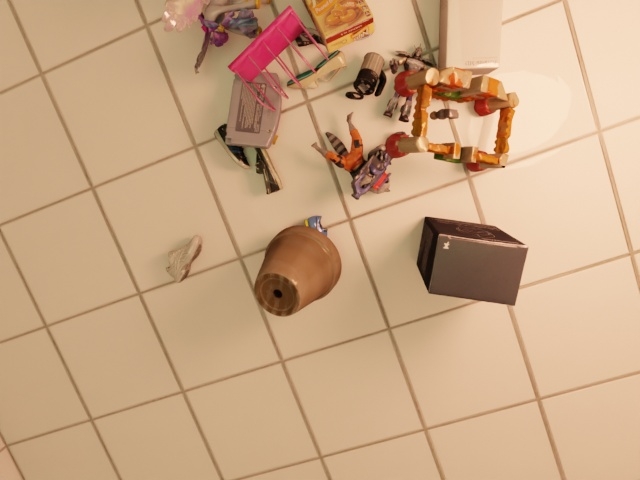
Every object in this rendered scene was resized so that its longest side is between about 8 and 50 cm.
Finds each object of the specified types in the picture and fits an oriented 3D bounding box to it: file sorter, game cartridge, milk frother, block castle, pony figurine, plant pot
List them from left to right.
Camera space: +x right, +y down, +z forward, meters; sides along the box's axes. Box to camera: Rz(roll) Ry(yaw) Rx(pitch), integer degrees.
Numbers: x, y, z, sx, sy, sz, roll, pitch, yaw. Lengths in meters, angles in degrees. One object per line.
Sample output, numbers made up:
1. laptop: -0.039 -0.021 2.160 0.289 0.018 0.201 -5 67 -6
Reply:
1. pony figurine: -0.391 -0.831 1.693 0.362 0.303 0.351 6 70 8
2. game cartridge: -0.253 -0.506 1.791 0.197 0.062 0.298 8 85 1
3. file sorter: -0.136 -0.629 1.644 0.290 0.202 0.182 -39 88 13
4. plant pot: -0.109 0.140 1.783 0.322 0.280 0.324 8 116 17
5. milk frother: 0.165 -0.611 1.747 0.143 0.129 0.135 7 65 32
6. block castle: 0.454 -0.417 1.626 0.452 0.212 0.303 4 96 -27

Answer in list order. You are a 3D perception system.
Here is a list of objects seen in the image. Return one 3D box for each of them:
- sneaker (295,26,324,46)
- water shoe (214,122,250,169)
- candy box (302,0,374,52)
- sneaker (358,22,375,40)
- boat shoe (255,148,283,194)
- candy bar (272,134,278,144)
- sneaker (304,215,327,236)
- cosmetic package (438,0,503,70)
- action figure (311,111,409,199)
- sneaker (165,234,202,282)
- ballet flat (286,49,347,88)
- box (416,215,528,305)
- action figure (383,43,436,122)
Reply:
1. sneaker: -0.053 -0.768 1.753 0.178 0.072 0.077 28 108 12
2. water shoe: -0.340 -0.379 1.853 0.080 0.073 0.203 -39 96 9
3. candy box: 0.045 -0.847 1.641 0.182 0.087 0.317 -24 74 2
4. sneaker: 0.100 -0.795 1.718 0.210 0.081 0.080 3 101 6
5. boat shoe: -0.229 -0.299 1.851 0.079 0.084 0.233 -22 100 6
6. candy bar: -0.250 -0.434 1.860 0.161 0.018 0.040 23 103 0
7. sneaker: 0.000 0.000 1.896 0.082 0.069 0.210 -15 99 5
8. cosmetic package: 0.529 -0.787 1.639 0.196 0.155 0.366 -2 100 4
9. action figure: 0.174 -0.329 1.797 0.341 0.178 0.330 -43 102 -15
10. sneaker: -0.590 0.064 1.962 0.115 0.090 0.232 33 102 2
11. ballet flat: -0.009 -0.631 1.769 0.248 0.086 0.086 -29 97 10
12. box: 0.530 0.059 1.686 0.293 0.395 0.212 8 102 5
13. action figure: 0.332 -0.593 1.729 0.185 0.099 0.285 19 100 7
